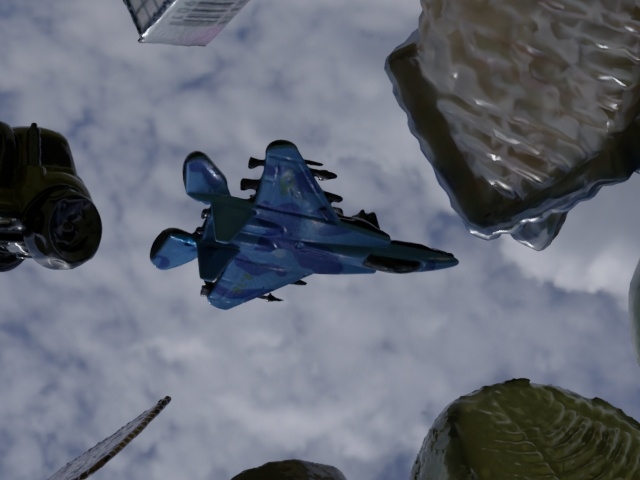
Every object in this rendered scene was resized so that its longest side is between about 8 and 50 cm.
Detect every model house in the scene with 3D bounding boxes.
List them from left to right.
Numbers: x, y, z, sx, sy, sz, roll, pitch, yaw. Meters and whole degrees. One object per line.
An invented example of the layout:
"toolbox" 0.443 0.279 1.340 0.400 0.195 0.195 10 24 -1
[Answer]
"model house" 0.335 -0.176 1.071 0.445 0.400 0.395 25 -140 20

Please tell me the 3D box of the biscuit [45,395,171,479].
"biscuit" -0.283 0.264 1.351 0.232 0.013 0.237 -35 -179 16

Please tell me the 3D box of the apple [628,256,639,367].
"apple" 0.575 0.091 1.600 0.357 0.357 0.357 -1 -135 1

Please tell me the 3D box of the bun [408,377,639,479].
"bun" 0.190 0.242 0.998 0.259 0.152 0.259 17 -148 -11

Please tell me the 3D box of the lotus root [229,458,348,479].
"lotus root" -0.057 0.300 1.050 0.235 0.138 0.119 -48 -146 1

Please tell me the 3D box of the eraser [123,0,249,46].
"eraser" -0.061 -0.269 0.891 0.086 0.287 0.130 -9 -106 -39

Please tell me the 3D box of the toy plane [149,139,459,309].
"toy plane" -0.002 -0.005 0.954 0.246 0.169 0.078 3 -140 -27

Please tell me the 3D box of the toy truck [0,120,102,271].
"toy truck" -0.299 -0.056 1.038 0.147 0.165 0.224 -2 176 42
